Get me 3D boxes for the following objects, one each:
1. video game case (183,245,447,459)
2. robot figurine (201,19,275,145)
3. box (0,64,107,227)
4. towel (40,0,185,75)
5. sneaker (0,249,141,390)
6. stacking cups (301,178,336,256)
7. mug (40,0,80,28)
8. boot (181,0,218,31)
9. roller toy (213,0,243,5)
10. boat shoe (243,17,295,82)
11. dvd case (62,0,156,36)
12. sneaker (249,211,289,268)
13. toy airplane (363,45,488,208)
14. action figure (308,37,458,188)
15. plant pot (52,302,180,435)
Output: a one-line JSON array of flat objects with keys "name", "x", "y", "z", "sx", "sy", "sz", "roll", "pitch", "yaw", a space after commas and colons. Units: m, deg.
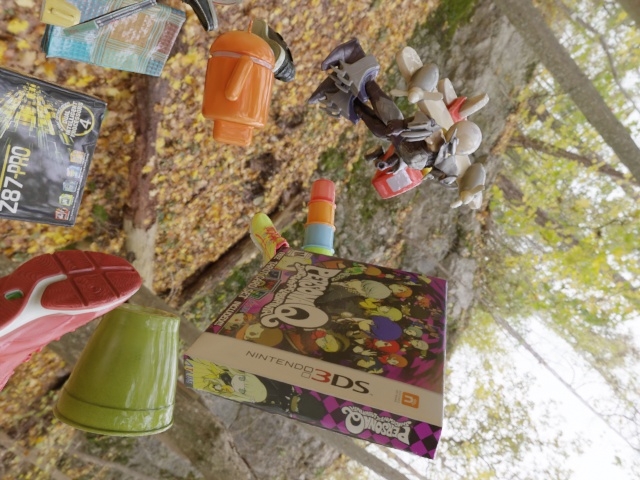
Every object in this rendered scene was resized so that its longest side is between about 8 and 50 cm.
[{"name": "video game case", "x": 0.017, "y": 0.085, "z": 0.429, "sx": 0.232, "sy": 0.210, "sz": 0.041, "roll": -52, "pitch": 151, "yaw": -62}, {"name": "robot figurine", "x": -0.153, "y": -0.292, "z": 0.808, "sx": 0.158, "sy": 0.128, "sz": 0.219, "roll": -9, "pitch": 110, "yaw": -66}, {"name": "box", "x": -0.804, "y": -0.248, "z": 1.163, "sx": 0.097, "sy": 0.318, "sz": 0.395, "roll": 36, "pitch": -72, "yaw": 43}, {"name": "towel", "x": -0.637, "y": -0.648, "z": 1.333, "sx": 0.370, "sy": 0.040, "sz": 0.271, "roll": -7, "pitch": 153, "yaw": -45}, {"name": "sneaker", "x": -0.316, "y": 0.090, "z": 0.470, "sx": 0.221, "sy": 0.087, "sz": 0.128, "roll": -15, "pitch": 148, "yaw": -53}, {"name": "stacking cups", "x": 0.000, "y": 0.000, "z": 1.084, "sx": 0.096, "sy": 0.096, "sz": 0.316, "roll": -26, "pitch": -129, "yaw": 54}, {"name": "mug", "x": -0.533, "y": -0.463, "z": 0.878, "sx": 0.062, "sy": 0.064, "sz": 0.078, "roll": -37, "pitch": -122, "yaw": 38}, {"name": "boot", "x": -0.366, "y": -0.584, "z": 1.001, "sx": 0.179, "sy": 0.236, "sz": 0.085, "roll": -35, "pitch": -158, "yaw": -19}, {"name": "roller toy", "x": -0.319, "y": -0.825, "z": 1.326, "sx": 0.191, "sy": 0.209, "sz": 0.146, "roll": -41, "pitch": 137, "yaw": -79}, {"name": "boat shoe", "x": -0.166, "y": -0.623, "z": 1.412, "sx": 0.127, "sy": 0.113, "sz": 0.340, "roll": -49, "pitch": -133, "yaw": 14}, {"name": "dvd case", "x": -0.324, "y": -0.345, "z": 0.660, "sx": 0.087, "sy": 0.013, "sz": 0.119, "roll": 8, "pitch": -138, "yaw": 33}, {"name": "sneaker", "x": -0.128, "y": 0.007, "z": 1.194, "sx": 0.081, "sy": 0.208, "sz": 0.094, "roll": -10, "pitch": 161, "yaw": -45}, {"name": "toy airplane", "x": 0.335, "y": -0.283, "z": 1.156, "sx": 0.272, "sy": 0.386, "sz": 0.384, "roll": 21, "pitch": -76, "yaw": 62}, {"name": "action figure", "x": 0.114, "y": -0.180, "z": 0.688, "sx": 0.099, "sy": 0.285, "sz": 0.185, "roll": -43, "pitch": 172, "yaw": -15}, {"name": "plant pot", "x": -0.631, "y": 0.400, "z": 1.422, "sx": 0.366, "sy": 0.366, "sz": 0.353, "roll": 172, "pitch": -68, "yaw": -68}]
